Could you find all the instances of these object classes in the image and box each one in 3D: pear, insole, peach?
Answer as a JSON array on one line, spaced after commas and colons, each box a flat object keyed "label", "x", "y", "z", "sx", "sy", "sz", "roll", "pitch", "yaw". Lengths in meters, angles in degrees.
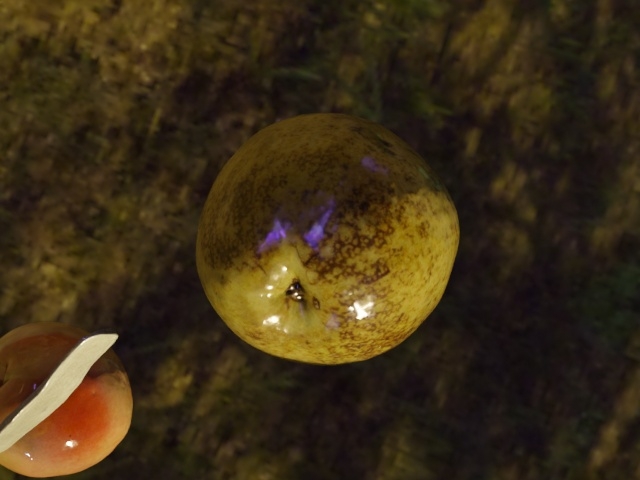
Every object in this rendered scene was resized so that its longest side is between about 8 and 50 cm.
[{"label": "pear", "x": 0.000, "y": 0.000, "z": 1.041, "sx": 0.197, "sy": 0.197, "sz": 0.197, "roll": -46, "pitch": 147, "yaw": -41}, {"label": "insole", "x": -0.251, "y": 0.143, "z": 1.288, "sx": 0.192, "sy": 0.010, "sz": 0.063, "roll": -45, "pitch": 161, "yaw": 27}, {"label": "peach", "x": -0.303, "y": 0.182, "z": 1.587, "sx": 0.184, "sy": 0.184, "sz": 0.184, "roll": -46, "pitch": 147, "yaw": -41}]
